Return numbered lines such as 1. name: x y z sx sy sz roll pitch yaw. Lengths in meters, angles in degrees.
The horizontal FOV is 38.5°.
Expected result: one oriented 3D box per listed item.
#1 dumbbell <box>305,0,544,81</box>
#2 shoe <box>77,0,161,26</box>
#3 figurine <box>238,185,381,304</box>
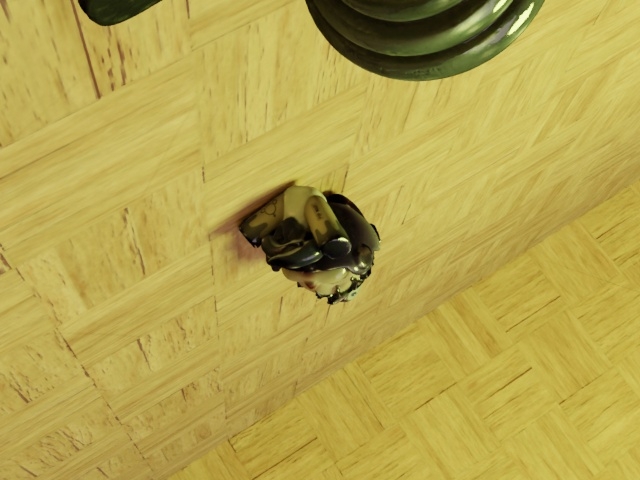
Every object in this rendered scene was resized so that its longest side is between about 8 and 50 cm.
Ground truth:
1. dumbbell: 0.023 -0.203 0.469 0.179 0.179 0.406 -38 164 13
2. shoe: -0.094 -0.182 0.546 0.071 0.049 0.179 -42 -177 42
3. figurine: 0.000 0.000 1.150 0.145 0.145 0.222 -37 154 6
